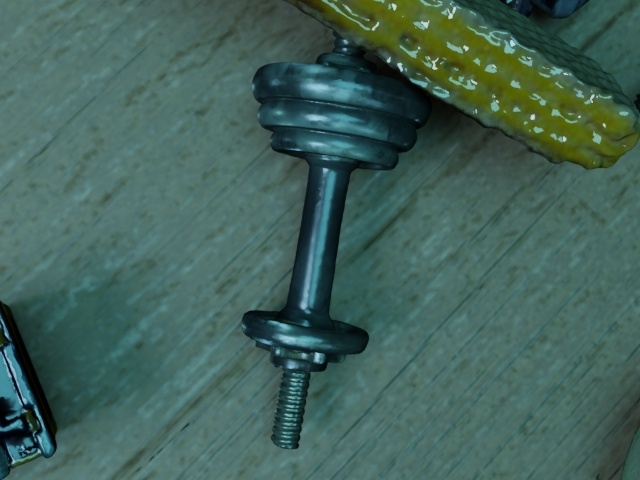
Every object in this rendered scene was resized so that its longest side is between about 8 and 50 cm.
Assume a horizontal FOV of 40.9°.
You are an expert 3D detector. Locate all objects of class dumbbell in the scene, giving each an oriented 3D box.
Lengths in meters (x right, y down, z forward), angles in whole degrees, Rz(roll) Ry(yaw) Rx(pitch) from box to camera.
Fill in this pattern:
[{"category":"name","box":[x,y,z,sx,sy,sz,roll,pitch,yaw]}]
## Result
[{"category":"dumbbell","box":[0.000,0.000,0.521,0.110,0.110,0.255,9,90,-8]}]

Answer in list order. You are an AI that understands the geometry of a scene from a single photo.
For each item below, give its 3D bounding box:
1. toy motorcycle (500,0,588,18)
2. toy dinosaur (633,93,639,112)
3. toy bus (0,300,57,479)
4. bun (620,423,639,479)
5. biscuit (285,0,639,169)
[{"category":"toy motorcycle","box":[0.129,-0.233,0.567,0.122,0.080,0.215,-1,83,-8]},{"category":"toy dinosaur","box":[0.279,-0.123,0.597,0.154,0.049,0.055,-24,93,-15]},{"category":"toy bus","box":[-0.254,0.107,0.463,0.201,0.114,0.098,-22,90,-15]},{"category":"bun","box":[0.311,0.161,0.473,0.283,0.179,0.283,-7,63,15]},{"category":"biscuit","box":[0.015,-0.156,0.493,0.378,0.094,0.054,30,118,-7]}]
